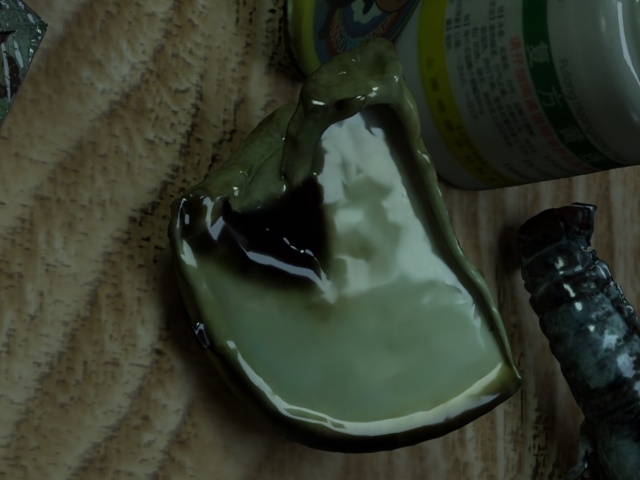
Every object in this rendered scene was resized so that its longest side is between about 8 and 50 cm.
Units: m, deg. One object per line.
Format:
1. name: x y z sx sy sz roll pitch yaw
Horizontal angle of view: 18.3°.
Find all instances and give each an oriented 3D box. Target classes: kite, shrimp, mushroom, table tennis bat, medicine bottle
1. kite: -0.269 -0.127 1.273 0.250 0.012 0.229 -20 95 -50
2. shrimp: 0.288 0.164 1.758 0.411 0.221 0.166 59 19 -7
3. mushroom: -0.006 0.008 1.494 0.217 0.212 0.292 -24 122 -6
4. table tennis bat: 0.067 -0.290 1.546 0.224 0.054 0.369 -17 131 -59
5. medicine bottle: 0.247 -0.164 1.652 0.208 0.339 0.208 12 74 -48
